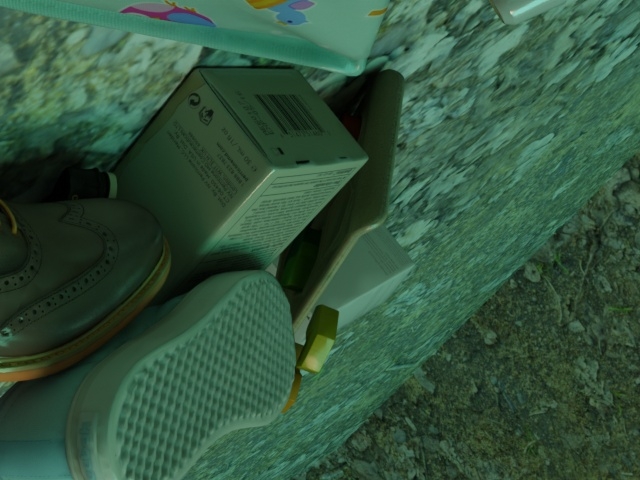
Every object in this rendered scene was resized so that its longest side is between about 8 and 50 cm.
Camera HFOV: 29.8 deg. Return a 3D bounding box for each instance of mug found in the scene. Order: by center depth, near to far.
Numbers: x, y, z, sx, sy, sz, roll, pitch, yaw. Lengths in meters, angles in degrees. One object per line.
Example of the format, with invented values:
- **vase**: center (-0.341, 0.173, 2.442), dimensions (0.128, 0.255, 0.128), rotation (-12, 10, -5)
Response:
- **mug**: center (0.204, -0.245, 1.204), dimensions (0.064, 0.062, 0.078), rotation (-32, 160, 7)

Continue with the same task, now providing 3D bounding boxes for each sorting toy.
- **sorting toy**: center (0.000, 0.000, 1.173), dimensions (0.229, 0.041, 0.307), rotation (-52, -159, 47)

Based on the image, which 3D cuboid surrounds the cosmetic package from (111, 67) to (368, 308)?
- **cosmetic package**: center (-0.120, -0.004, 1.046), dimensions (0.309, 0.113, 0.160), rotation (-45, 163, 26)

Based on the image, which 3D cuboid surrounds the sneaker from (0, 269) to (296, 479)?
- **sneaker**: center (-0.136, 0.100, 0.947), dimensions (0.150, 0.135, 0.366), rotation (-2, -174, 21)

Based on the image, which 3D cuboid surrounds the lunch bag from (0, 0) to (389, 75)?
- **lunch bag**: center (-0.079, -0.189, 0.419), dimensions (0.223, 0.262, 0.160), rotation (113, -10, -65)

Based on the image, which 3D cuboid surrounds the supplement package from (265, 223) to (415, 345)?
- **supplement package**: center (0.012, 0.053, 1.553), dimensions (0.179, 0.105, 0.105), rotation (-28, 163, -36)

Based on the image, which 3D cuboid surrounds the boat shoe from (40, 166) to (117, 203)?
- **boat shoe**: center (-0.208, -0.014, 0.947), dimensions (0.042, 0.049, 0.133), rotation (11, 141, -35)

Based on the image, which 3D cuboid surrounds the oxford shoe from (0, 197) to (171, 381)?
- **oxford shoe**: center (-0.230, 0.012, 0.768), dimensions (0.363, 0.130, 0.133), rotation (-19, 134, -49)
